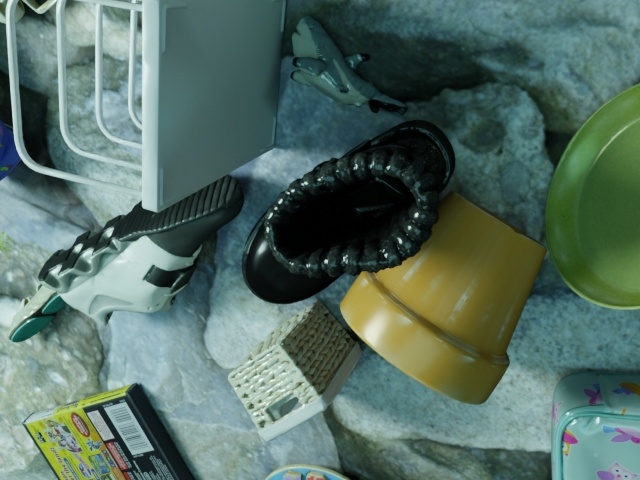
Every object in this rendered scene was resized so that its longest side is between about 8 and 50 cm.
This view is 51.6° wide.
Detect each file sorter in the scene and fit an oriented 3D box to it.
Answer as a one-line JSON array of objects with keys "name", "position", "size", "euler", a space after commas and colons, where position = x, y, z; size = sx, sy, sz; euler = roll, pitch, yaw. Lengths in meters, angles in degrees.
[{"name": "file sorter", "position": [-0.174, -0.180, 0.731], "size": [0.173, 0.277, 0.193], "euler": [15, 115, 16]}]

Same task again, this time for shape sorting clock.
[{"name": "shape sorting clock", "position": [-0.005, 0.440, 1.055], "size": [0.206, 0.040, 0.206], "euler": [6, 113, 15]}]

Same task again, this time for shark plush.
[{"name": "shark plush", "position": [0.033, -0.199, 0.782], "size": [0.161, 0.073, 0.067], "euler": [31, 87, 8]}]

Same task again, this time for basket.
[{"name": "basket", "position": [-0.033, 0.168, 0.889], "size": [0.113, 0.167, 0.103], "euler": [-36, 91, 26]}]

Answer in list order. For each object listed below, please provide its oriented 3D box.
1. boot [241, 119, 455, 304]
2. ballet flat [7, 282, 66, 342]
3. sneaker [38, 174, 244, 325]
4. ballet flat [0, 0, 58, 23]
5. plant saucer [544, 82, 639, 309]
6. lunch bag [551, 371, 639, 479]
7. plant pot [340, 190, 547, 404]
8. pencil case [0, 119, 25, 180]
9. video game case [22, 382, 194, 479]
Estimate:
[{"name": "boot", "position": [-0.002, -0.004, 0.752], "size": [0.131, 0.260, 0.348], "euler": [47, 116, -4]}, {"name": "ballet flat", "position": [-0.446, 0.102, 1.058], "size": [0.168, 0.057, 0.052], "euler": [-37, 69, 23]}, {"name": "sneaker", "position": [-0.221, 0.021, 0.926], "size": [0.330, 0.122, 0.146], "euler": [-24, 121, 23]}, {"name": "ballet flat", "position": [-0.394, -0.322, 0.850], "size": [0.241, 0.091, 0.077], "euler": [-9, 130, 24]}, {"name": "plant saucer", "position": [0.332, -0.045, 0.674], "size": [0.037, 0.241, 0.241], "euler": [14, 119, -25]}, {"name": "lunch bag", "position": [0.433, 0.281, 0.818], "size": [0.279, 0.108, 0.224], "euler": [0, 111, 17]}, {"name": "plant pot", "position": [0.158, 0.053, 0.777], "size": [0.205, 0.205, 0.188], "euler": [32, 101, 3]}, {"name": "pencil case", "position": [-0.525, -0.198, 0.886], "size": [0.119, 0.133, 0.306], "euler": [-1, 129, 45]}, {"name": "video game case", "position": [-0.353, 0.392, 1.148], "size": [0.248, 0.035, 0.275], "euler": [-20, 105, 23]}]
